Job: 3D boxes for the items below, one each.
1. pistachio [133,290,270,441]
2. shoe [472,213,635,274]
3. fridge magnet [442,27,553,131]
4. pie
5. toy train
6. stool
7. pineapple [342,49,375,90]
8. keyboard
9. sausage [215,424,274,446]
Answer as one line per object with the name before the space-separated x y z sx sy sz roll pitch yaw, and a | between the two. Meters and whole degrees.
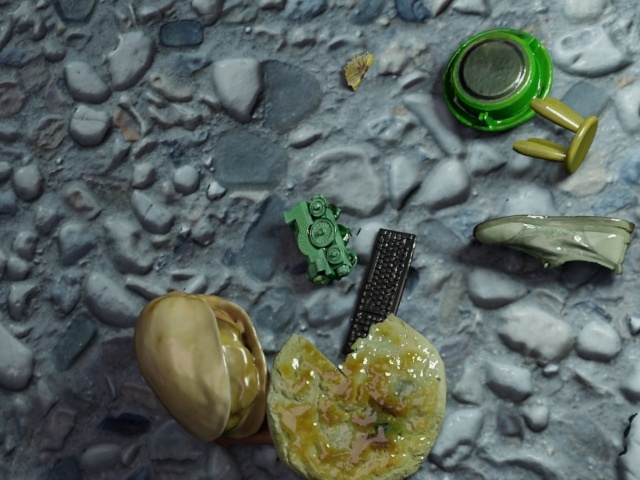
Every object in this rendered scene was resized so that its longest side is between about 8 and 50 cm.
pistachio | -0.216 0.218 1.980 0.321 0.229 0.238 52 129 35
shoe | 0.399 0.003 1.881 0.274 0.103 0.098 3 85 24
fridge magnet | 0.326 -0.301 2.015 0.208 0.088 0.208 -7 70 20
pie | 0.067 0.289 1.895 0.337 0.075 0.338 -1 75 3
toy train | 0.000 0.000 2.057 0.104 0.071 0.178 -29 63 19
stool | 0.418 -0.188 1.923 0.110 0.134 0.135 27 65 20
pineapple | 0.072 -0.343 2.171 0.045 0.019 0.083 31 88 24
keyboard | 0.112 0.100 2.006 0.087 0.017 0.251 12 77 26
sausage | -0.116 0.357 1.979 0.186 0.043 0.043 -4 71 34
